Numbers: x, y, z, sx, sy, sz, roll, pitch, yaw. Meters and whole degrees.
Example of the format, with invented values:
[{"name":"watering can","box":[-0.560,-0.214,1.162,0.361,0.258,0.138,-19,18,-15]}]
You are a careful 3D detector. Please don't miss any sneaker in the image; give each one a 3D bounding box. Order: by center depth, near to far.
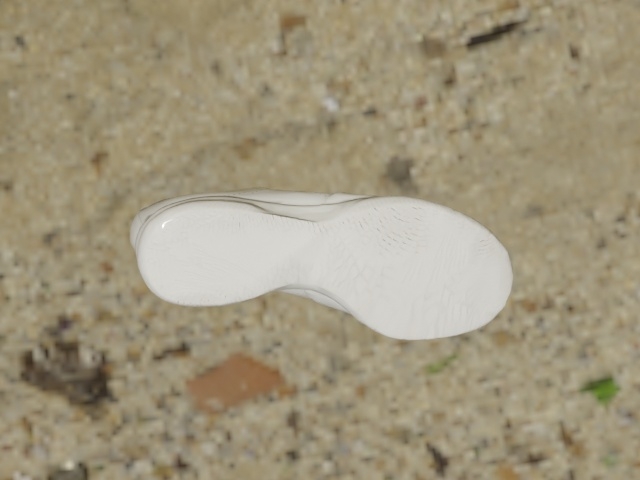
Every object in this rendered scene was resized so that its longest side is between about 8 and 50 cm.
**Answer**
[{"name":"sneaker","box":[0.000,0.000,0.977,0.212,0.080,0.094,8,-167,-15]}]
